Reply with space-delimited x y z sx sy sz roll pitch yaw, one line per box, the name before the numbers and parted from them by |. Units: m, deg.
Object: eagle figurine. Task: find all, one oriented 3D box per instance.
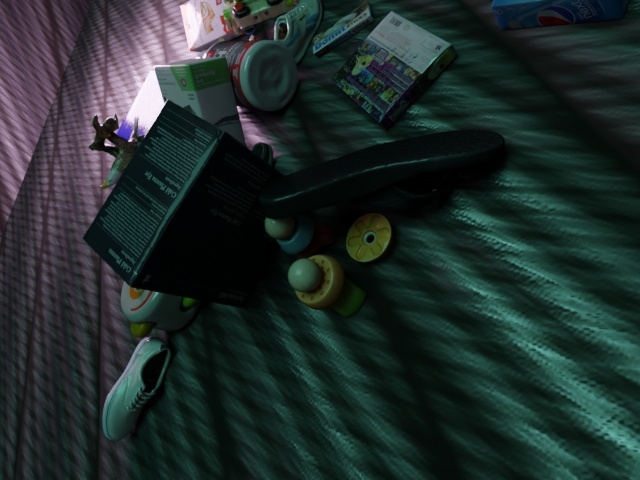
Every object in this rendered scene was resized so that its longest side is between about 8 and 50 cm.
eagle figurine | -0.541 -0.210 1.326 0.225 0.298 0.226 -47 13 9

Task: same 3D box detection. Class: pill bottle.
pill bottle | -0.225 -0.465 1.261 0.318 0.176 0.177 23 85 43

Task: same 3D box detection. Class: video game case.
video game case | 0.153 -0.385 1.006 0.210 0.041 0.232 -46 48 12

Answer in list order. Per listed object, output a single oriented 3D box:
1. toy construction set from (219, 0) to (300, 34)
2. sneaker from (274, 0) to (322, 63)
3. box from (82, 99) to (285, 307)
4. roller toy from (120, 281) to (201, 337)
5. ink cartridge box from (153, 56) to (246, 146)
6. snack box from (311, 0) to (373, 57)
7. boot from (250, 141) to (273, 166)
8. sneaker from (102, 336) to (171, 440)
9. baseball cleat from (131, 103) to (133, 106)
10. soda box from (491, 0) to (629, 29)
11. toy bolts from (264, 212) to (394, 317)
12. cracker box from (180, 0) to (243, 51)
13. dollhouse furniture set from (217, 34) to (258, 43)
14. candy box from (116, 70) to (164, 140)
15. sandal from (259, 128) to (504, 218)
toy construction set | -0.177 -0.731 1.345 0.327 0.151 0.215 -23 62 21
sneaker | -0.067 -0.607 1.259 0.087 0.092 0.229 9 74 43
box | -0.234 -0.052 0.939 0.178 0.343 0.313 32 91 29
roller toy | -0.409 0.127 1.148 0.209 0.146 0.191 -45 48 14
ink cartridge box | -0.318 -0.338 1.211 0.114 0.273 0.198 -30 33 -35
snack box | 0.055 -0.553 1.180 0.178 0.022 0.064 -23 58 29
boot | -0.228 -0.168 1.119 0.085 0.178 0.237 23 86 43
sneaker | -0.450 0.365 1.103 0.091 0.094 0.259 6 73 45
baseball cleat | -0.681 -0.555 1.752 0.206 0.072 0.109 -49 41 5
soda box | 0.421 -0.430 0.793 0.210 0.067 0.071 18 82 43
toy bolts | 0.000 0.000 0.866 0.218 0.158 0.228 -54 47 5
cracker box | -0.378 -0.764 1.556 0.232 0.067 0.156 -2 103 38
dollhouse furniture set | -0.270 -0.620 1.415 0.081 0.114 0.091 33 104 52
candy box | -0.531 -0.425 1.531 0.317 0.122 0.269 27 89 42
sandal | 0.109 -0.107 0.837 0.444 0.107 0.168 -14 26 13
